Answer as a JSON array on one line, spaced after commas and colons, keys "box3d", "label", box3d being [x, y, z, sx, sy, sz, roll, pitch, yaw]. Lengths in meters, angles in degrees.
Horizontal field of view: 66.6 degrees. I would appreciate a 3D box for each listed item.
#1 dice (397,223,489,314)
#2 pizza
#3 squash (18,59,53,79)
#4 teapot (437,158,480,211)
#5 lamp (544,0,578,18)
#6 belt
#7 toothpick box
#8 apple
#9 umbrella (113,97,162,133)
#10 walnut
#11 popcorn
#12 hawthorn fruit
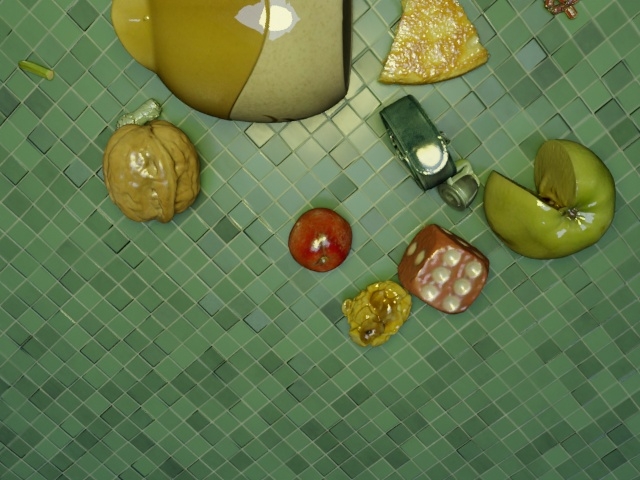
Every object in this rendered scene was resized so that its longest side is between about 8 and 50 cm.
[{"box3d": [0.312, 0.074, 1.256, 0.174, 0.179, 0.175, 31, 107, -7], "label": "dice"}, {"box3d": [0.270, -0.518, 1.150, 0.280, 0.075, 0.287, -4, 103, -1], "label": "pizza"}, {"box3d": [-0.718, -0.431, 1.225, 0.083, 0.027, 0.027, 22, 105, -4], "label": "squash"}, {"box3d": [0.360, -0.141, 1.232, 0.091, 0.124, 0.092, -43, 71, -11], "label": "teapot"}, {"box3d": [0.572, -0.561, 1.148, 0.083, 0.031, 0.063, 13, 105, 3], "label": "lamp"}, {"box3d": [0.232, -0.223, 1.131, 0.116, 0.267, 0.206, -30, 127, 10], "label": "belt"}, {"box3d": [-0.153, -0.452, 1.007, 0.426, 0.409, 0.408, 2, 106, 7], "label": "toothpick box"}, {"box3d": [0.544, -0.094, 1.163, 0.292, 0.254, 0.291, 0, 110, 0], "label": "apple"}, {"box3d": [-0.465, -0.303, 1.236, 0.143, 0.062, 0.067, -38, 64, 2], "label": "umbrella"}, {"box3d": [-0.406, -0.159, 1.191, 0.225, 0.257, 0.257, -20, 108, -32], "label": "walnut"}, {"box3d": [0.151, 0.200, 1.320, 0.140, 0.163, 0.194, 48, 70, -29], "label": "popcorn"}, {"box3d": [0.000, 0.000, 1.249, 0.173, 0.173, 0.172, 0, 105, 2], "label": "hawthorn fruit"}]
